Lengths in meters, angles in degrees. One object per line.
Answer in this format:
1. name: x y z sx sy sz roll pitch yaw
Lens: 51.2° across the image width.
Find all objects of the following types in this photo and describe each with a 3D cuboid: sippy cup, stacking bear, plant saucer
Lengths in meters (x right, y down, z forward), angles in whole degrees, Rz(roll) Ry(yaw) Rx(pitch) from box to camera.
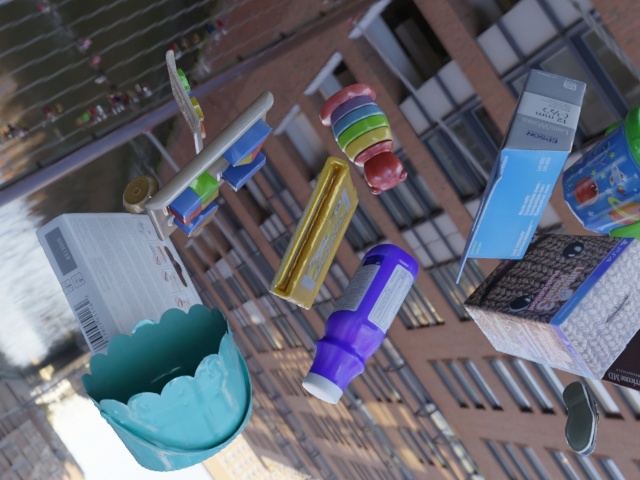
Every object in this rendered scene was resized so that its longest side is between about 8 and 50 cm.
1. sippy cup: 0.648 -0.131 1.414 0.305 0.240 0.224 -23 170 -44
2. stacking bear: 0.131 -0.270 1.845 0.175 0.289 0.164 -28 169 5
3. plant saucer: -0.348 -0.092 1.282 0.083 0.083 0.015 -34 148 7

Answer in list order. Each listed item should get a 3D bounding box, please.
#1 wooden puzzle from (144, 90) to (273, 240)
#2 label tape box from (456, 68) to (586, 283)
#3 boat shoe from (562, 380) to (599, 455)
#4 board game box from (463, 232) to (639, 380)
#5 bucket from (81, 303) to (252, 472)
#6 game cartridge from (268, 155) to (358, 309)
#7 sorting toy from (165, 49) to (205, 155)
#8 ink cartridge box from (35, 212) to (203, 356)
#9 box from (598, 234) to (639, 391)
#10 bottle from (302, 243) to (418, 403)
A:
1. wooden puzzle: -0.214 -0.129 1.383 0.322 0.080 0.348 -47 -178 -14
2. label tape box: 0.353 -0.104 1.173 0.249 0.115 0.348 98 15 -45
3. boat shoe: 0.653 0.447 1.653 0.081 0.068 0.228 -38 -165 31
4. board game box: 0.472 0.115 1.318 0.232 0.141 0.291 -44 -162 -16
5. bucket: -0.263 0.265 1.210 0.281 0.183 0.281 -16 -155 7
6. game cartridge: 0.000 0.000 1.393 0.324 0.052 0.285 49 65 -77
7. sorting toy: -0.315 -0.323 1.592 0.038 0.208 0.193 -20 172 -11
8. ink cartridge box: -0.435 0.088 1.531 0.091 0.308 0.385 -30 174 15
9. box: 0.800 0.175 1.676 0.143 0.381 0.191 -6 -177 -19
10. bottle: 0.066 0.139 1.141 0.283 0.092 0.118 -59 -168 -24
